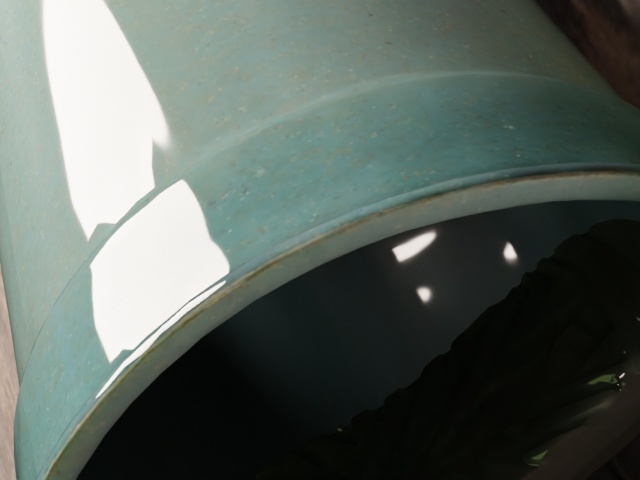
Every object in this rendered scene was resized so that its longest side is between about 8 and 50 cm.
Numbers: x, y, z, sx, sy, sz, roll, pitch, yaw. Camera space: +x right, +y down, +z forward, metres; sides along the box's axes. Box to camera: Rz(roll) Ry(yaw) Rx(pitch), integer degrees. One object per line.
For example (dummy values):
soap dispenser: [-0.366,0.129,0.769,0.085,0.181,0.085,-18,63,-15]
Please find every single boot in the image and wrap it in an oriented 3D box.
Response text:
boot: [0.085,0.127,0.696,0.246,0.207,0.094,-42,40,8]

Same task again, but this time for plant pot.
plant pot: [0.000,0.000,0.848,0.334,0.341,0.341,-115,34,-43]
